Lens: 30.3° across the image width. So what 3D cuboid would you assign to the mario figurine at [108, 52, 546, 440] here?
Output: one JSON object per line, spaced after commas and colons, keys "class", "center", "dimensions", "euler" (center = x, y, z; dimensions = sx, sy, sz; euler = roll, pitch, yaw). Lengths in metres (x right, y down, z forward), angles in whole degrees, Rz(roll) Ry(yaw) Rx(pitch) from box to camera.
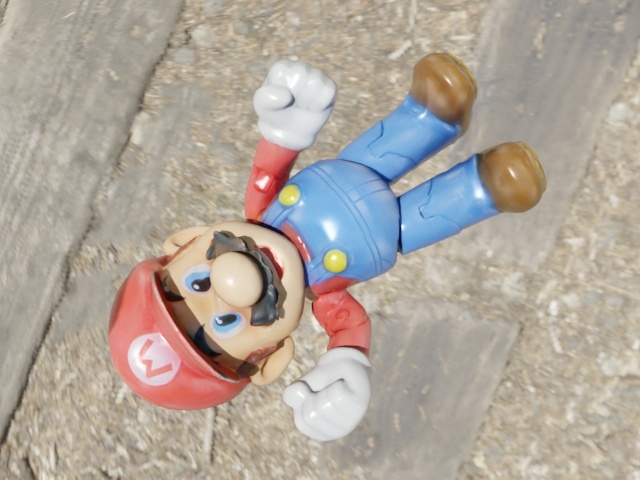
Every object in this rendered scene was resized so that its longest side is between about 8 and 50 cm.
{"class": "mario figurine", "center": [0.000, 0.000, 0.799], "dimensions": [0.321, 0.198, 0.170], "euler": [-35, 134, -13]}
